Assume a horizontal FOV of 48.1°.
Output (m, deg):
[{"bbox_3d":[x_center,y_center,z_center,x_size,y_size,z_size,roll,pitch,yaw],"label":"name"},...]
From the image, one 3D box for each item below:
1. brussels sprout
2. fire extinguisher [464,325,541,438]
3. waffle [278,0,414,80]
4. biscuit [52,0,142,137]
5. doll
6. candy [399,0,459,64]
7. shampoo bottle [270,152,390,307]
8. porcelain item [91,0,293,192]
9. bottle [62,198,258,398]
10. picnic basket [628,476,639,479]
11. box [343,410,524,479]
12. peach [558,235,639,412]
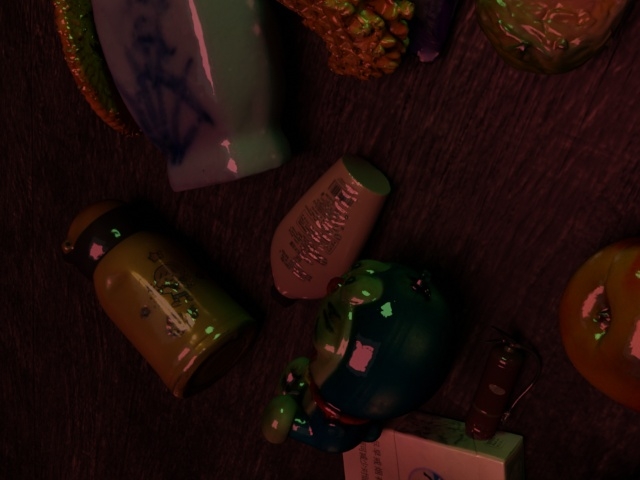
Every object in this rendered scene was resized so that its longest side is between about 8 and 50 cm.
[{"bbox_3d":[0.229,-0.242,0.722,0.149,0.122,0.152,9,94,10],"label":"brussels sprout"},{"bbox_3d":[0.235,0.183,0.922,0.078,0.045,0.157,12,116,2],"label":"fire extinguisher"},{"bbox_3d":[0.018,-0.264,0.838,0.193,0.070,0.197,40,171,-5],"label":"waffle"},{"bbox_3d":[-0.296,-0.275,1.025,0.035,0.254,0.254,-12,100,13],"label":"biscuit"},{"bbox_3d":[0.059,0.155,0.938,0.186,0.199,0.322,29,127,-1],"label":"doll"},{"bbox_3d":[0.130,-0.341,0.787,0.145,0.070,0.275,47,137,22],"label":"candy"},{"bbox_3d":[0.000,0.000,1.000,0.127,0.078,0.257,43,124,10],"label":"shampoo bottle"},{"bbox_3d":[-0.169,-0.279,0.959,0.242,0.178,0.405,-8,104,36],"label":"porcelain item"},{"bbox_3d":[-0.274,0.074,1.172,0.351,0.171,0.172,46,127,16],"label":"bottle"},{"bbox_3d":[0.313,0.476,0.754,0.293,0.337,0.337,-34,85,27],"label":"picnic basket"},{"bbox_3d":[0.155,0.333,1.015,0.256,0.069,0.164,5,110,35],"label":"box"},{"bbox_3d":[0.355,0.090,0.752,0.190,0.192,0.190,-34,48,49],"label":"peach"}]
